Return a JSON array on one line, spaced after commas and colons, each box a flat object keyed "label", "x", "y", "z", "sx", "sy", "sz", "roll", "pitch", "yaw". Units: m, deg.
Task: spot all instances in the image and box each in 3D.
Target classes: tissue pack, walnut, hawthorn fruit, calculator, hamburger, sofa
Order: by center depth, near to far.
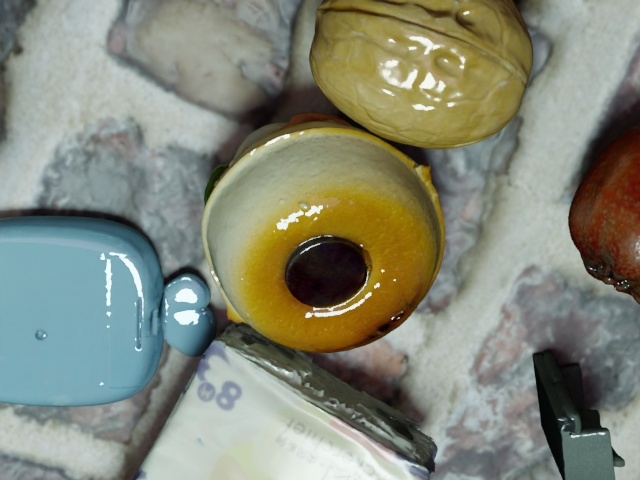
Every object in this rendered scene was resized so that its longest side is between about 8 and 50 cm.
[{"label": "walnut", "x": 0.089, "y": -0.164, "z": 1.193, "sx": 0.197, "sy": 0.165, "sz": 0.165, "roll": 26, "pitch": 104, "yaw": -3}, {"label": "hamburger", "x": 0.004, "y": -0.001, "z": 1.244, "sx": 0.237, "sy": 0.147, "sz": 0.237, "roll": -3, "pitch": 120, "yaw": -5}, {"label": "hawthorn fruit", "x": 0.322, "y": -0.030, "z": 1.251, "sx": 0.169, "sy": 0.169, "sz": 0.188, "roll": 43, "pitch": 89, "yaw": -15}, {"label": "calculator", "x": -0.250, "y": 0.069, "z": 1.300, "sx": 0.303, "sy": 0.042, "sz": 0.188, "roll": 1, "pitch": 106, "yaw": -3}, {"label": "sofa", "x": 0.245, "y": 0.167, "z": 1.310, "sx": 0.060, "sy": 0.147, "sz": 0.085, "roll": -10, "pitch": 108, "yaw": 3}, {"label": "tissue pack", "x": -0.071, "y": 0.276, "z": 1.314, "sx": 0.242, "sy": 0.125, "sz": 0.343, "roll": 32, "pitch": 103, "yaw": 4}]
